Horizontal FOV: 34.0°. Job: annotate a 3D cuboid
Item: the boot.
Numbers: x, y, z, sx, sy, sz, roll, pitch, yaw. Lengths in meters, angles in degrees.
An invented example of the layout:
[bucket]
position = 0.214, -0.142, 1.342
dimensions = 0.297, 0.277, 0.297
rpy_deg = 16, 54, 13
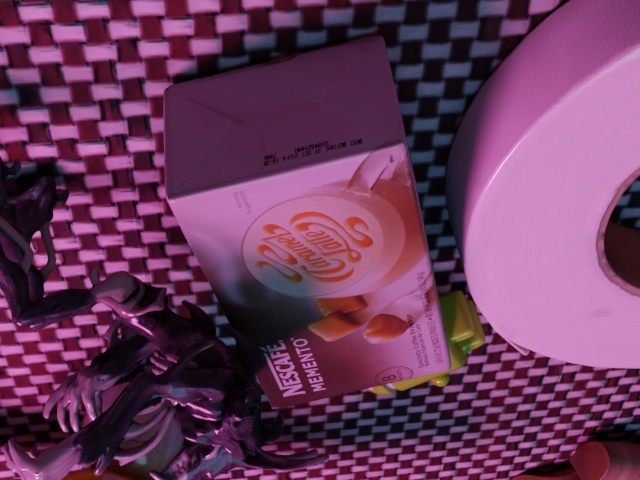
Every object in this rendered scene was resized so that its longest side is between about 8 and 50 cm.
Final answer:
[boot]
position = 0.293, 0.282, 1.122
dimensions = 0.152, 0.073, 0.197
rpy_deg = 16, 137, -34

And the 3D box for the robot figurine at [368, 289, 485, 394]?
[robot figurine]
position = 0.071, 0.082, 0.834
dimensions = 0.115, 0.067, 0.101
rpy_deg = -24, 151, 18

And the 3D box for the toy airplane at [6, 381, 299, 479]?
[toy airplane]
position = -0.185, 0.252, 0.880
dimensions = 0.384, 0.272, 0.386
rpy_deg = 11, 168, 40

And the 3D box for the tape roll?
[tape roll]
position = 0.281, -0.043, 0.722
dimensions = 0.392, 0.072, 0.392
rpy_deg = -5, 141, -4

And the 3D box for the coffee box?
[coffee box]
position = 0.000, 0.000, 0.695
dimensions = 0.141, 0.098, 0.246
rpy_deg = -12, 141, 4

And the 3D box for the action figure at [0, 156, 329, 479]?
[action figure]
position = -0.132, 0.079, 0.652
dimensions = 0.275, 0.164, 0.141
rpy_deg = 42, 86, -1
